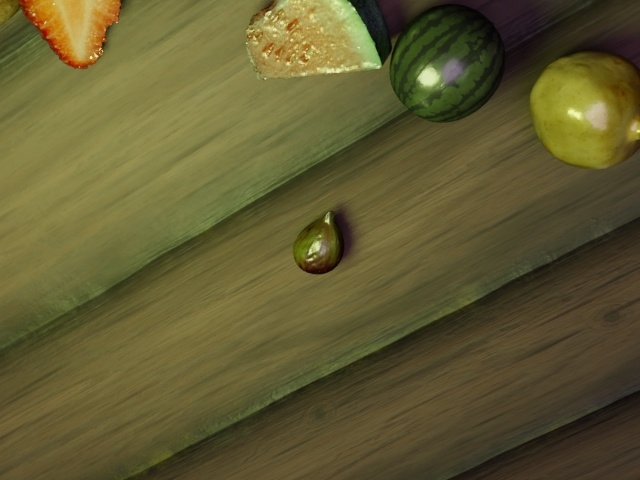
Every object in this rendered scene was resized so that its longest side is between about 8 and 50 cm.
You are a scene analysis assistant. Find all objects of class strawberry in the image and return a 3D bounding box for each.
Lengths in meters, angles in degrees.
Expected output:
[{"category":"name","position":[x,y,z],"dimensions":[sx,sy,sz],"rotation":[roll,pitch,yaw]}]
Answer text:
[{"category":"strawberry","position":[-0.446,-0.435,1.160],"dimensions":[0.175,0.107,0.236],"rotation":[10,137,-40]}]

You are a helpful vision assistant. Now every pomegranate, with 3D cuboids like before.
[{"category":"pomegranate","position":[0.519,-0.251,1.262],"dimensions":[0.233,0.233,0.233],"rotation":[-1,118,-3]}]

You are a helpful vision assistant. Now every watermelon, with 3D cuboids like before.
[{"category":"watermelon","position":[0.231,-0.323,1.205],"dimensions":[0.212,0.212,0.212],"rotation":[-1,118,-3]},{"category":"watermelon","position":[-0.020,-0.381,1.209],"dimensions":[0.257,0.140,0.193],"rotation":[-15,119,27]}]

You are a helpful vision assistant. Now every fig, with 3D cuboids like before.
[{"category":"fig","position":[0.000,0.000,1.418],"dimensions":[0.109,0.103,0.154],"rotation":[-9,129,-24]}]

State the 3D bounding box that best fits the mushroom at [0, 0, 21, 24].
[{"category":"mushroom","position":[-0.622,-0.473,1.109],"dimensions":[0.253,0.153,0.253],"rotation":[-6,118,-12]}]
